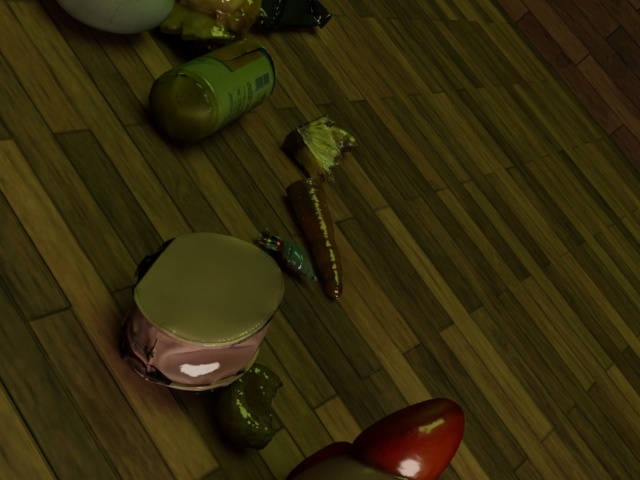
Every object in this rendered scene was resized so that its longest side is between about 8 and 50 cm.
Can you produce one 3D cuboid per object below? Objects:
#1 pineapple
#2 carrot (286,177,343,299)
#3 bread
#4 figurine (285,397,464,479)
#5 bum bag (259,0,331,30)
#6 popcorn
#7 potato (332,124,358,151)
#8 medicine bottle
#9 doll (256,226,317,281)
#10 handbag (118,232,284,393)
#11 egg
[{"bbox_3d":[-0.012,-0.165,1.460,0.116,0.069,0.137,19,45,-35],"label":"pineapple"},{"bbox_3d":[0.000,0.000,1.325,0.061,0.061,0.210,8,55,-42],"label":"carrot"},{"bbox_3d":[-0.094,0.199,1.012,0.082,0.060,0.113,36,34,-16],"label":"bread"},{"bbox_3d":[0.028,0.324,0.874,0.211,0.269,0.262,6,62,-35],"label":"figurine"},{"bbox_3d":[-0.079,-0.496,1.715,0.142,0.080,0.326,48,35,9],"label":"bum bag"},{"bbox_3d":[-0.187,-0.442,1.454,0.191,0.190,0.254,7,54,-34],"label":"popcorn"},{"bbox_3d":[0.029,-0.192,1.551,0.092,0.046,0.045,24,26,-14],"label":"potato"},{"bbox_3d":[-0.173,-0.239,1.321,0.124,0.124,0.239,46,35,0],"label":"medicine bottle"},{"bbox_3d":[-0.046,0.021,1.263,0.114,0.039,0.057,38,-8,3],"label":"doll"},{"bbox_3d":[-0.143,0.085,0.984,0.179,0.116,0.205,21,36,5],"label":"handbag"},{"bbox_3d":[-0.324,-0.402,1.296,0.209,0.151,0.151,14,46,-40],"label":"egg"}]
